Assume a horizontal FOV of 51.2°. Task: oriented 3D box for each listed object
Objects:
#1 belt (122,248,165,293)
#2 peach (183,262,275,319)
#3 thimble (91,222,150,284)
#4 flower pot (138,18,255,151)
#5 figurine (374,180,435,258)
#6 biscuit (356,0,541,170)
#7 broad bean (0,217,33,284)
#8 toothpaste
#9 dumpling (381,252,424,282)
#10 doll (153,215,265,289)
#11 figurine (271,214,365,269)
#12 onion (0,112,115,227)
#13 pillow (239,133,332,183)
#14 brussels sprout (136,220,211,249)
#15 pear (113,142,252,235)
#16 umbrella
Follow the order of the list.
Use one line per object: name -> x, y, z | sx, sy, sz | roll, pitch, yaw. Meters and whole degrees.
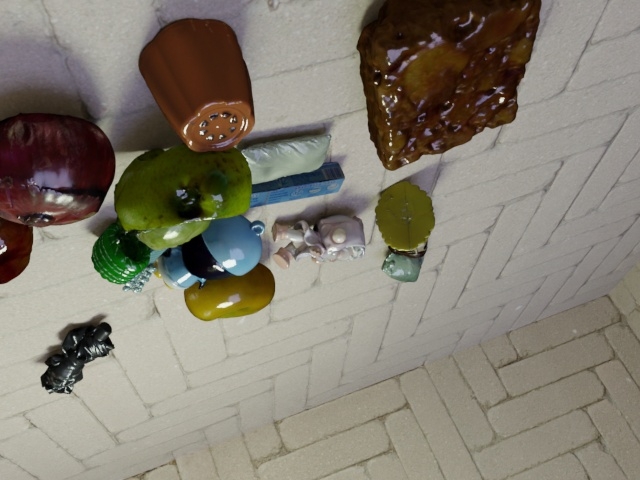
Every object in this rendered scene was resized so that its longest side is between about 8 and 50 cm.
belt -> -0.403, 0.034, 1.563 | 0.179, 0.100, 0.065 | -38, 154, 18
peach -> -0.248, 0.136, 1.806 | 0.251, 0.153, 0.251 | -8, 166, -2
thimble -> -0.444, 0.026, 1.484 | 0.118, 0.130, 0.090 | 42, 117, -19
flower pot -> -0.201, -0.253, 1.150 | 0.191, 0.173, 0.190 | -18, 153, -10
figurine -> 0.264, -0.029, 1.938 | 0.168, 0.187, 0.315 | -32, 160, 5
biscuit -> 0.247, -0.346, 1.352 | 0.343, 0.166, 0.395 | -20, 150, -6
broad bean -> -0.640, 0.010, 1.305 | 0.156, 0.122, 0.228 | -36, 171, -40
toothpaste -> -0.076, -0.131, 1.589 | 0.272, 0.053, 0.066 | -12, 154, -24
dumpling -> 0.287, 0.075, 2.175 | 0.149, 0.104, 0.217 | -29, 149, 22
doll -> -0.264, 0.024, 1.616 | 0.314, 0.141, 0.177 | -23, 124, 23
figurine -> 0.001, 0.000, 1.797 | 0.276, 0.133, 0.200 | -5, 159, -25
onion -> -0.476, -0.114, 1.148 | 0.246, 0.190, 0.246 | -8, 162, -3
pillow -> -0.085, -0.180, 1.496 | 0.229, 0.051, 0.128 | -14, 153, -24
brussels sprout -> -0.325, -0.056, 1.443 | 0.183, 0.131, 0.145 | -25, 174, -1
pear -> -0.261, -0.103, 1.247 | 0.238, 0.164, 0.255 | -13, -173, -21
umbrella -> -0.669, 0.316, 1.833 | 0.272, 0.122, 0.110 | -42, -168, 22
